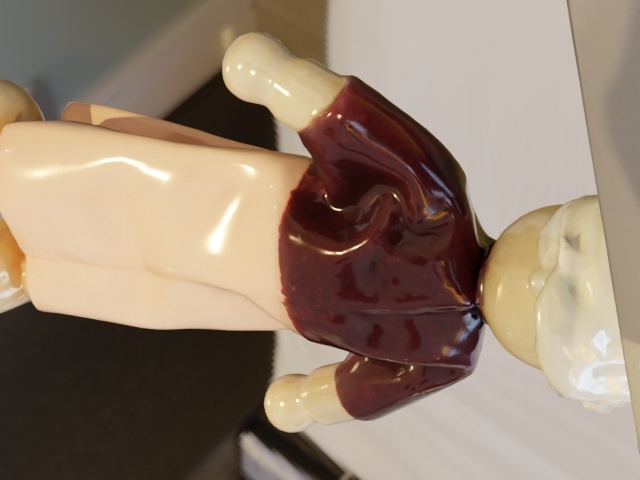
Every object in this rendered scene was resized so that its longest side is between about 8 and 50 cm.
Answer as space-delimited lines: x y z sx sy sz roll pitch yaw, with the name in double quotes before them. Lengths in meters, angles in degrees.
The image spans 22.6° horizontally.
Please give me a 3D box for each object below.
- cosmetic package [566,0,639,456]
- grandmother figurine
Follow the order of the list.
"cosmetic package" 0.151 -0.009 0.435 0.107 0.127 0.238 31 151 41
"grandmother figurine" 0.000 0.000 0.692 0.342 0.104 0.208 11 142 22
